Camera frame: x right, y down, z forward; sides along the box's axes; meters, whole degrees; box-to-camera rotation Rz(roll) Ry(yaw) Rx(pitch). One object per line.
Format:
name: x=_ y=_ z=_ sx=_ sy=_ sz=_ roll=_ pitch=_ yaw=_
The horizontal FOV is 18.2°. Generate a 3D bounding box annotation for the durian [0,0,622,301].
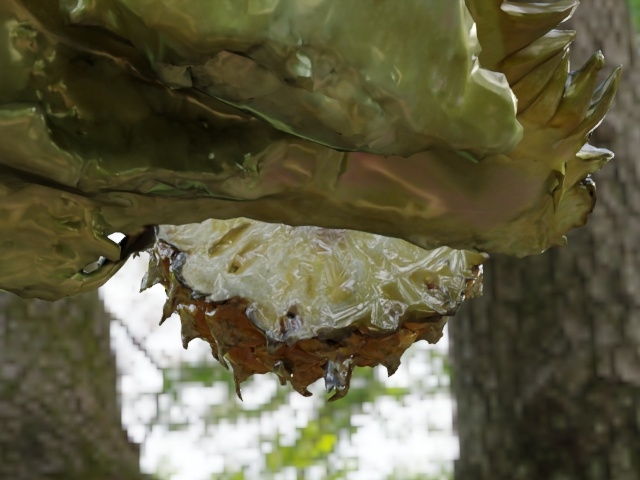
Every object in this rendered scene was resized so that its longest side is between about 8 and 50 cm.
durian: x=-0.065 y=-0.066 z=0.414 sx=0.306 sy=0.166 sz=0.172 roll=10 pitch=1 yaw=-17

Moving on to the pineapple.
pineapple: x=-0.003 y=-0.003 z=0.886 sx=0.161 sy=0.176 sz=0.137 roll=19 pitch=-23 yaw=5
